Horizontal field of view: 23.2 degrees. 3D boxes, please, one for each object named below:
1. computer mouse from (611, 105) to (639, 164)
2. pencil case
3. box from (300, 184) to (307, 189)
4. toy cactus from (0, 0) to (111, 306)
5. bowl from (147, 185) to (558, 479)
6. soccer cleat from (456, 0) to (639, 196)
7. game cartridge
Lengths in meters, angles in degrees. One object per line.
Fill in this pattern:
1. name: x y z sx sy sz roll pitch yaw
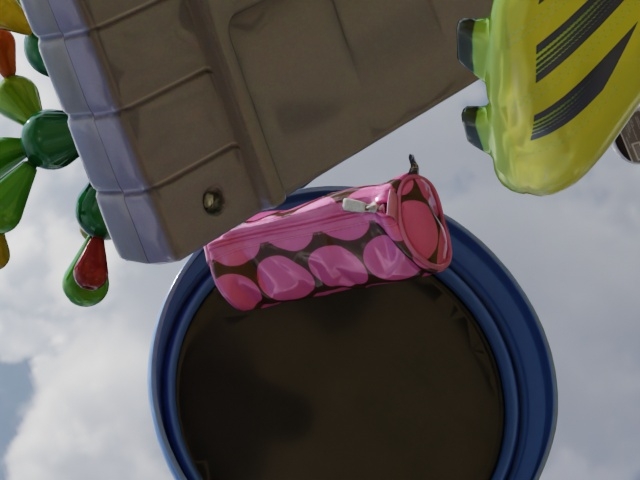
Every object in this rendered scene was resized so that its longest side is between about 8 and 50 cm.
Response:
1. computer mouse: 0.395 -0.136 1.626 0.106 0.193 0.042 65 -153 -18
2. pencil case: 0.000 0.000 1.283 0.098 0.209 0.095 11 -112 -56
3. box: -0.026 -0.211 1.624 0.103 0.184 0.261 16 -128 -41
4. toy cactus: -0.147 -0.068 0.921 0.112 0.180 0.219 -15 -86 -63
5. bowl: 0.029 0.139 1.478 0.391 0.077 0.391 5 -113 -12
6. soccer cleat: 0.122 -0.131 0.483 0.121 0.289 0.093 18 -150 7
7. game cartridge: 0.005 -0.165 0.774 0.355 0.068 0.230 -33 -64 -38
